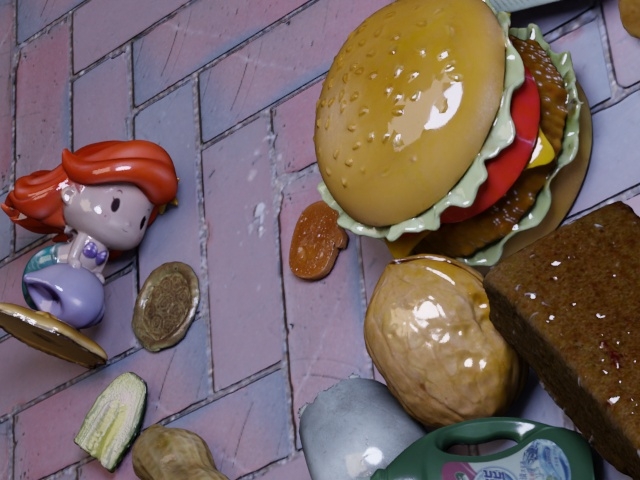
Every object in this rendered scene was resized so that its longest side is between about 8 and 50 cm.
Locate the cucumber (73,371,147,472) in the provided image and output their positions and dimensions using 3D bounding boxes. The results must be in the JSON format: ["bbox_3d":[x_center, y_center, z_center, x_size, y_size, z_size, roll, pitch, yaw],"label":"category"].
[{"bbox_3d":[-0.226,0.202,2.211,0.067,0.035,0.107,33,92,30],"label":"cucumber"}]

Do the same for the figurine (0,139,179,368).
[{"bbox_3d":[-0.287,-0.002,2.283,0.257,0.181,0.208,-67,13,-16],"label":"figurine"}]

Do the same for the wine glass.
[{"bbox_3d":[0.068,0.243,1.832,0.126,0.126,0.241,-47,47,16],"label":"wine glass"}]

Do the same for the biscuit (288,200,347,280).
[{"bbox_3d":[0.000,0.000,2.108,0.078,0.015,0.091,2,71,43],"label":"biscuit"}]

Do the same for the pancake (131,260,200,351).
[{"bbox_3d":[-0.179,0.076,2.249,0.115,0.011,0.115,-24,53,36],"label":"pancake"}]

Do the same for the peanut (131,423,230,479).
[{"bbox_3d":[-0.144,0.258,2.069,0.089,0.089,0.193,-53,38,10],"label":"peanut"}]

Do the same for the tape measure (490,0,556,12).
[{"bbox_3d":[0.204,-0.330,1.978,0.235,0.115,0.207,-9,46,45],"label":"tape measure"}]

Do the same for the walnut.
[{"bbox_3d":[0.116,0.094,1.837,0.144,0.144,0.180,-37,88,25],"label":"walnut"}]

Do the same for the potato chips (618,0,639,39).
[{"bbox_3d":[0.366,-0.241,1.848,0.202,0.049,0.150,10,78,45],"label":"potato chips"}]

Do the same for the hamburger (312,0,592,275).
[{"bbox_3d":[0.113,-0.113,1.907,0.274,0.212,0.274,-23,54,36],"label":"hamburger"}]

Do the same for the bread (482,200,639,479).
[{"bbox_3d":[0.298,0.130,1.635,0.165,0.113,0.416,-25,42,-10],"label":"bread"}]

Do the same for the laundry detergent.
[{"bbox_3d":[0.135,0.216,1.733,0.211,0.063,0.137,3,54,0],"label":"laundry detergent"}]
